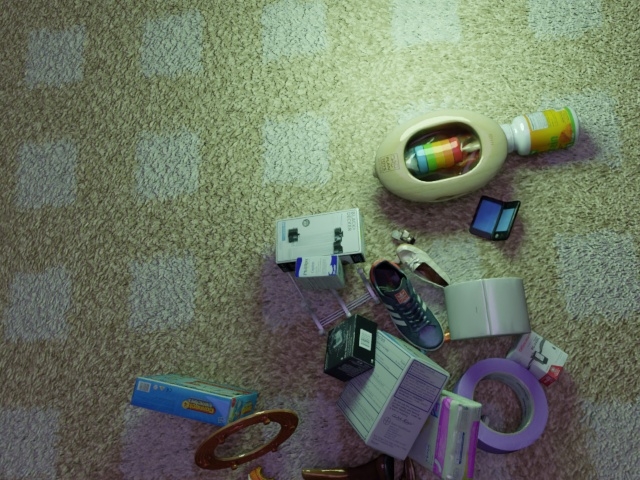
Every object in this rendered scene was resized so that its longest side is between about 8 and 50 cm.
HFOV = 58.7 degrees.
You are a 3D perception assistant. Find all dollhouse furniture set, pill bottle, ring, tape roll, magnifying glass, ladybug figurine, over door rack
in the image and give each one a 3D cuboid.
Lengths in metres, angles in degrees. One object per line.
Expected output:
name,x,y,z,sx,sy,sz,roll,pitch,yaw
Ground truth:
dollhouse furniture set,0.254,0.018,1.945,0.081,0.091,0.114,27,86,28
pill bottle,0.727,-0.363,1.923,0.245,0.136,0.136,-11,77,6
ring,-0.219,0.623,1.751,0.336,0.336,0.032,-29,54,1
tape roll,0.546,0.506,1.748,0.275,0.090,0.275,1,62,-2
magnifying glass,0.354,0.342,1.884,0.231,0.026,0.092,-19,76,3
tape roll,0.517,0.218,1.775,0.246,0.246,0.169,-6,78,7
ladybug figurine,0.399,-0.276,1.929,0.449,0.162,0.305,-9,82,10
over door rack,0.021,0.128,1.934,0.239,0.108,0.324,-30,76,0

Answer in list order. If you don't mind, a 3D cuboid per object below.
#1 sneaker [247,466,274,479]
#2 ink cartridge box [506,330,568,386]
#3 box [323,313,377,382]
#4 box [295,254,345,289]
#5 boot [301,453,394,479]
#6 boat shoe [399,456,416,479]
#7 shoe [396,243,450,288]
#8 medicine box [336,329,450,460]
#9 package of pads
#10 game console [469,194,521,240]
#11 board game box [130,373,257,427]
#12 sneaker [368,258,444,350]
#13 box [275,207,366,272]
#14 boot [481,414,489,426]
sneaker,-0.164,0.812,1.839,0.067,0.064,0.175,-38,78,-11
ink cartridge box,0.682,0.366,1.794,0.150,0.063,0.109,35,57,13
box,0.095,0.342,1.804,0.093,0.158,0.156,28,47,-21
box,0.001,0.104,1.829,0.137,0.126,0.072,-4,65,13
boot,0.084,0.701,1.734,0.280,0.264,0.096,2,63,7
boat shoe,0.272,0.764,1.786,0.060,0.064,0.178,-6,80,5
shoe,0.345,0.088,1.890,0.219,0.058,0.076,36,108,-2
medicine box,0.212,0.458,1.728,0.149,0.263,0.289,30,89,-19
package of pads,0.349,0.565,1.696,0.101,0.296,0.229,10,86,-20
game console,0.586,-0.079,1.912,0.085,0.124,0.144,24,82,-15
board game box,-0.389,0.502,1.812,0.308,0.302,0.086,10,80,11
sneaker,0.273,0.206,1.849,0.131,0.148,0.350,-37,73,-7
box,0.000,0.000,1.901,0.290,0.087,0.169,-7,64,12
boot,0.448,0.615,1.789,0.086,0.069,0.190,33,85,7
